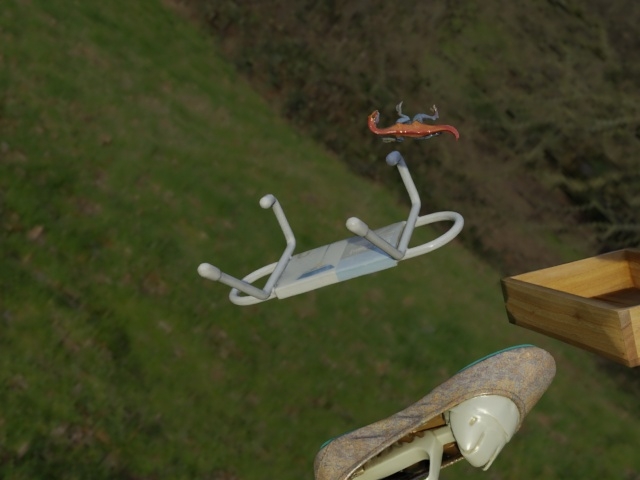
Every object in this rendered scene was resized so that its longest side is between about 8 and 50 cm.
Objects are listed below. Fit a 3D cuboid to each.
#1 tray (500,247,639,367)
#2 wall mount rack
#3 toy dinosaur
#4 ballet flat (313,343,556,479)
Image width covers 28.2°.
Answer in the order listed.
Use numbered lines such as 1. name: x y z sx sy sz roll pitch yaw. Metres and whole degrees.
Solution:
1. tray: 0.397 0.078 1.639 0.411 0.203 0.076 -166 -117 -79
2. wall mount rack: 0.000 0.000 1.672 0.130 0.350 0.304 66 21 -17
3. toy dinosaur: 0.099 -0.134 1.464 0.082 0.047 0.090 -11 12 -28
4. ballet flat: 0.140 0.233 1.472 0.107 0.316 0.106 52 14 -32
